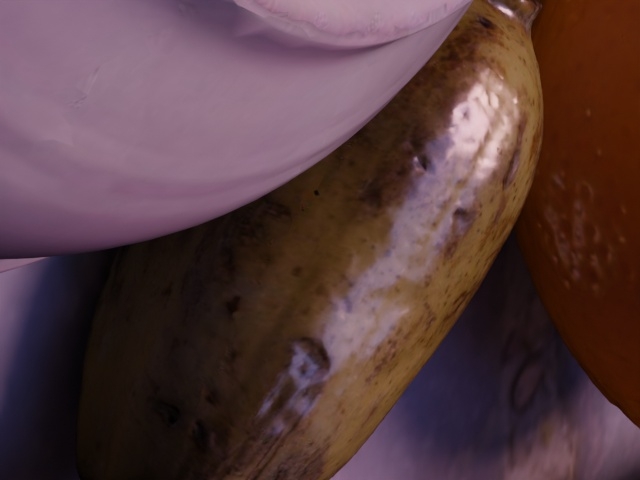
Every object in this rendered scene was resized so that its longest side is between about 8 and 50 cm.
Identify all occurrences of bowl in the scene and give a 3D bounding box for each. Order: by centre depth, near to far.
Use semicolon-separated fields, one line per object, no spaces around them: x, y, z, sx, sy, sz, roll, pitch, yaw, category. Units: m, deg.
-0.040;-0.122;0.360;0.287;0.144;0.287;-24;121;-48;bowl

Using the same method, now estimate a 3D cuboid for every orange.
0.158;-0.033;0.616;0.219;0.193;0.219;8;78;-39;orange

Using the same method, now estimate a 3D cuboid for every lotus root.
0.000;0.000;0.500;0.080;0.089;0.179;35;84;-34;lotus root
